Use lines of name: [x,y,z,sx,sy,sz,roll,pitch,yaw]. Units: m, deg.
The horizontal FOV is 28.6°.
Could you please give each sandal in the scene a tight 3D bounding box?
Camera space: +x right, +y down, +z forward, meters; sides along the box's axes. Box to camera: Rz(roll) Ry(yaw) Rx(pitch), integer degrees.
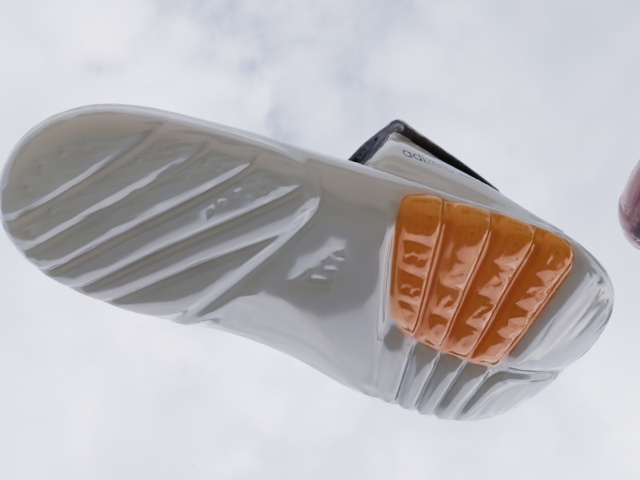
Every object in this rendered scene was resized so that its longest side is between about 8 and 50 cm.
sandal: [0.006,-0.007,0.475,0.265,0.102,0.076,22,-147,-34]

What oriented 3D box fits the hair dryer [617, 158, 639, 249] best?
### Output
hair dryer: [0.416,-0.025,1.283,0.293,0.224,0.080,53,-135,-26]
